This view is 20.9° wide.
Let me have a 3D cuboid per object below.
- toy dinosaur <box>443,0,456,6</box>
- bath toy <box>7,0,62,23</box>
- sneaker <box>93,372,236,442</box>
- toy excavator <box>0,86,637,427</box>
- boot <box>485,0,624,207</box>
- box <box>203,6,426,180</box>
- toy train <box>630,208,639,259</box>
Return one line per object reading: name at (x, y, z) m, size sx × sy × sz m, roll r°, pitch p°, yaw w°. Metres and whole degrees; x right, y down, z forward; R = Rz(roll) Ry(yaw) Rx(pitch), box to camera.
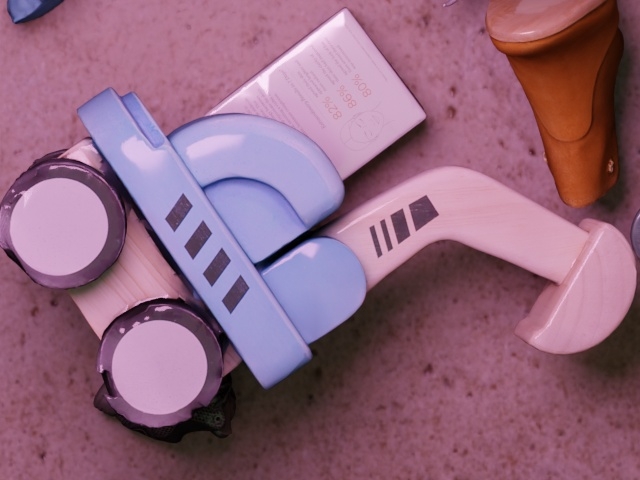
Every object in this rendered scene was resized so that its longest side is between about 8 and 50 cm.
toy dinosaur at (0.184, -0.358, 1.573) m, size 0.121 × 0.160 × 0.314 m, roll 16°, pitch 99°, yaw -1°
bath toy at (-0.362, -0.356, 1.609) m, size 0.348 × 0.129 × 0.151 m, roll 40°, pitch 98°, yaw -3°
sneaker at (-0.110, 0.105, 1.691) m, size 0.130 × 0.087 × 0.227 m, roll 34°, pitch 101°, yaw -5°
toy excavator at (0.000, 0.000, 1.529) m, size 0.445 × 0.222 × 0.433 m, roll -35°, pitch 97°, yaw -1°
boot at (0.221, -0.127, 1.531) m, size 0.104 × 0.295 × 0.211 m, roll -1°, pitch 108°, yaw 20°
box at (-0.005, -0.121, 1.649) m, size 0.170 × 0.091 × 0.130 m, roll -36°, pitch 96°, yaw 6°
toy train at (0.412, -0.078, 1.624) m, size 0.190 × 0.142 × 0.334 m, roll 7°, pitch 99°, yaw -9°
